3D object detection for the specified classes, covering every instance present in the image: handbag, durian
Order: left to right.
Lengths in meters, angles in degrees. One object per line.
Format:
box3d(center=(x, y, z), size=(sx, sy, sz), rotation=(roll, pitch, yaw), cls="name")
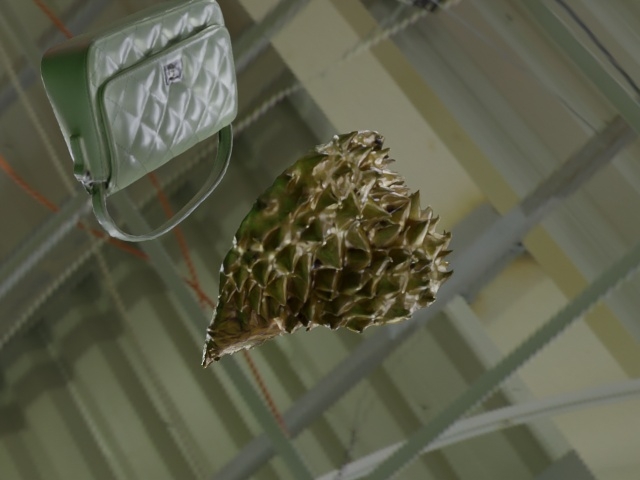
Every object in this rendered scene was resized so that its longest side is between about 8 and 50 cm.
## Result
box3d(center=(-0.164, -0.121, 1.418), size=(0.079, 0.256, 0.219), rotation=(-2, -68, 32), cls="handbag")
box3d(center=(0.008, -0.012, 1.352), size=(0.185, 0.305, 0.195), rotation=(30, -47, 38), cls="durian")
